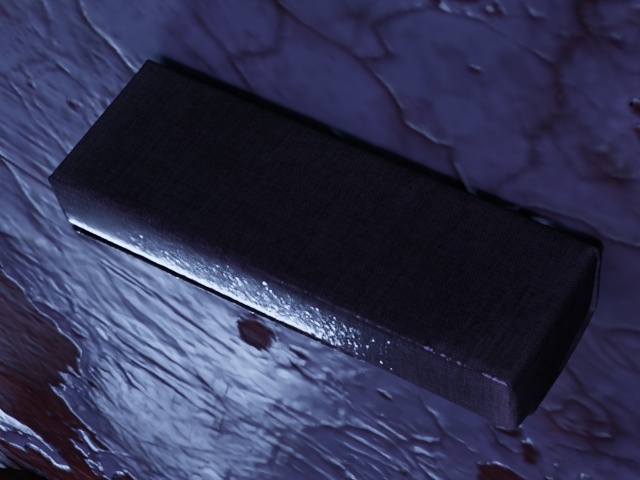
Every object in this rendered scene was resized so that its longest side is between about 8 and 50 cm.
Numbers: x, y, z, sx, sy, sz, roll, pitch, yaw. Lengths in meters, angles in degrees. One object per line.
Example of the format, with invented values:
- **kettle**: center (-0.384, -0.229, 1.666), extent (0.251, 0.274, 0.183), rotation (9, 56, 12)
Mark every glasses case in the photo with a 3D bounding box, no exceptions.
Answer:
- **glasses case**: center (0.000, 0.000, 0.708), extent (0.205, 0.071, 0.047), rotation (24, 150, 22)

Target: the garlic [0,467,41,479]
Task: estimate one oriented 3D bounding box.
- **garlic**: center (-0.174, 0.281, 1.229), extent (0.143, 0.112, 0.318), rotation (-14, 120, 22)
